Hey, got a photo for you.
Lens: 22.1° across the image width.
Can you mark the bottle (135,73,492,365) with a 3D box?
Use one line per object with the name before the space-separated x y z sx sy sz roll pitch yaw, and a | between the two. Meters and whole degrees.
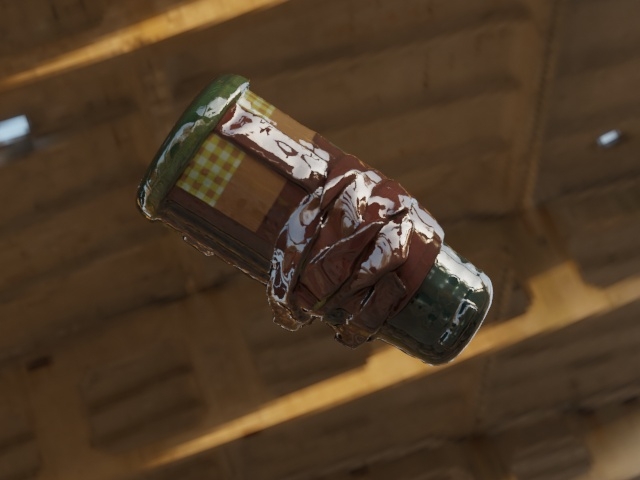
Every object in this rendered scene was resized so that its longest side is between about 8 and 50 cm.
bottle | 0.000 0.000 1.241 0.143 0.271 0.156 -57 0 2
